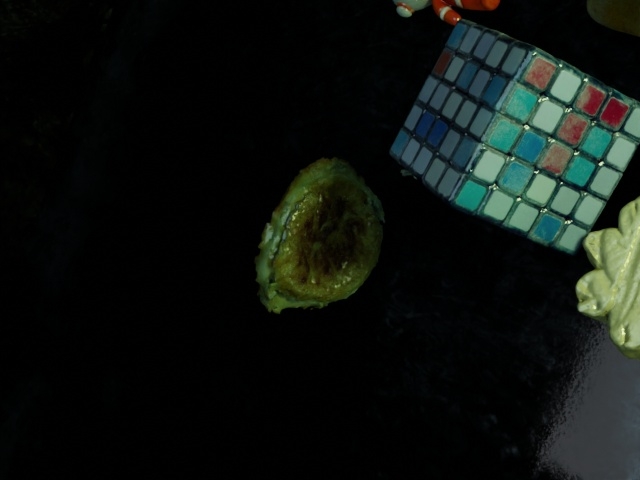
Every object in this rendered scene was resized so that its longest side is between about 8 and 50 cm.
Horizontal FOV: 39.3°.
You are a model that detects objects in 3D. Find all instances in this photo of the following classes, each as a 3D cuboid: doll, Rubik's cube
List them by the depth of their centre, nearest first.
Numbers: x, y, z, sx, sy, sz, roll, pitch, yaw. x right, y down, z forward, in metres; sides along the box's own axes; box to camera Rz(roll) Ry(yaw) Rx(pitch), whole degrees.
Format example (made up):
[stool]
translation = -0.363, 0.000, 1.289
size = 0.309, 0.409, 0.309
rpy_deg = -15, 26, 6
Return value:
[Rubik's cube]
translation = 0.340, -0.182, 1.571
size = 0.292, 0.287, 0.293
rpy_deg = -63, 25, 11
[doll]
translation = 0.252, -0.569, 1.940
size = 0.336, 0.105, 0.199
rpy_deg = 19, 92, 44

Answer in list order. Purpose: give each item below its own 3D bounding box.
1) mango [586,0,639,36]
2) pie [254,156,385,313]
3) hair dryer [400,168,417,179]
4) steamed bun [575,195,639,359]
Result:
[mango]
translation = 0.608, -0.420, 1.487
size = 0.384, 0.199, 0.221
rpy_deg = 10, 112, 59
[pie]
translation = 0.000, 0.000, 1.901
size = 0.103, 0.288, 0.354
rpy_deg = 24, 96, 46
[hair dryer]
translation = 0.237, -0.136, 1.887
size = 0.198, 0.057, 0.100
rpy_deg = 7, 83, 53
[steamed bun]
translation = 0.573, 0.070, 1.439
size = 0.295, 0.137, 0.292
rpy_deg = -38, 51, 21
